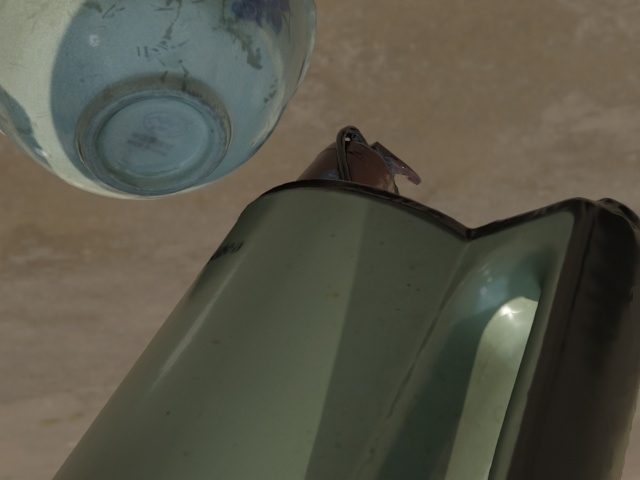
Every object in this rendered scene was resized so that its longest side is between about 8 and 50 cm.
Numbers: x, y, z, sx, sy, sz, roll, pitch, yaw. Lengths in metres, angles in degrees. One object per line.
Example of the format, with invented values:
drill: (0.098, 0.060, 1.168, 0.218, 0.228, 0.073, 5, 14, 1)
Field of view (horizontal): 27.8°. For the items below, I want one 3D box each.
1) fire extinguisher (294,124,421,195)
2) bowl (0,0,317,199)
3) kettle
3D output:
fire extinguisher: (0.000, 0.000, 1.332, 0.105, 0.341, 0.141, -7, 121, 43)
bowl: (-0.142, -0.125, 1.059, 0.313, 0.146, 0.313, -8, 135, -8)
kettle: (-0.004, 0.154, 0.643, 0.250, 0.376, 0.361, 39, 148, -14)
